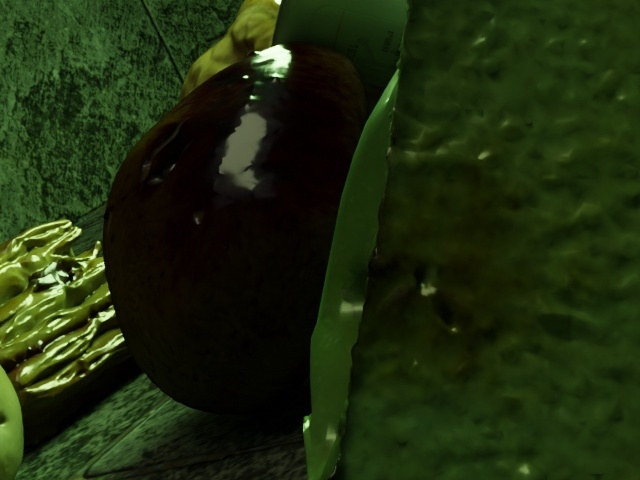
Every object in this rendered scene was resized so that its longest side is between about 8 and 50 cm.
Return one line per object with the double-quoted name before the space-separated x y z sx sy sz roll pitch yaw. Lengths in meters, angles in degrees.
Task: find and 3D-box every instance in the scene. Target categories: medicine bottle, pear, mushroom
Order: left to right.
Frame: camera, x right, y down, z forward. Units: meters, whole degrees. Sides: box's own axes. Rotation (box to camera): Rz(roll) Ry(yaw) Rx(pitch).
"mushroom" -0.011 -0.017 1.302 0.356 0.331 0.334 1 -39 -30
"medicine bottle" 0.126 -0.196 1.348 0.179 0.324 0.124 110 176 -65
"pear" 0.119 0.025 0.819 0.239 0.342 0.318 9 -9 3

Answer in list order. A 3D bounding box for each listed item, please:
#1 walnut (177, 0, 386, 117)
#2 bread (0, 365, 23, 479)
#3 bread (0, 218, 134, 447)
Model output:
"walnut" 0.028 -0.140 1.606 0.354 0.308 0.398 -56 26 -3
"bread" -0.477 0.197 1.362 0.376 0.253 0.348 -15 13 39
"bread" -0.381 0.118 1.666 0.370 0.191 0.314 -19 14 38
